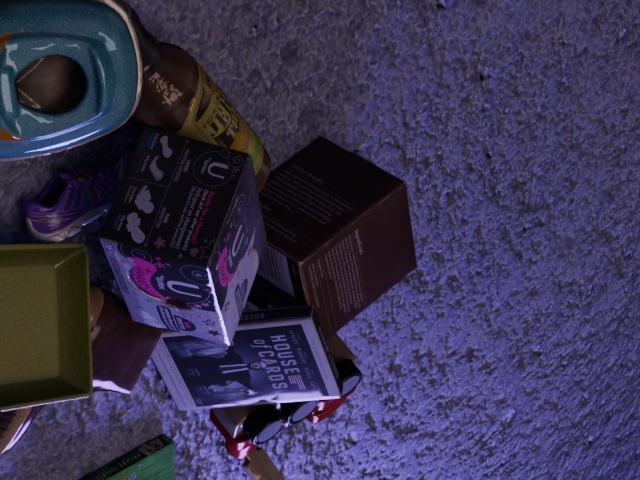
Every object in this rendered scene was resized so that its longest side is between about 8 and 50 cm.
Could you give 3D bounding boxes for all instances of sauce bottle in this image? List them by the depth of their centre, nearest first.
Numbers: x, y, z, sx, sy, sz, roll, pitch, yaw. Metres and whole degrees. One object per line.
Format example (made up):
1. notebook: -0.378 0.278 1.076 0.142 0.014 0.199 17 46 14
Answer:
1. sauce bottle: -0.175 -0.162 1.913 0.111 0.111 0.344 -52 144 -8

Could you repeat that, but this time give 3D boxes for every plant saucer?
1. plant saucer: -0.343 0.098 1.851 0.188 0.045 0.188 -2 90 -61

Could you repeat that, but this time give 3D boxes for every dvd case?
1. dvd case: -0.105 0.162 2.149 0.179 0.239 0.029 70 19 -45

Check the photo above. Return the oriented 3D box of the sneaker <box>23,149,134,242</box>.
1. sneaker: -0.283 -0.063 1.903 0.170 0.068 0.071 -38 126 -29

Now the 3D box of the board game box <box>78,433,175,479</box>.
1. board game box: -0.310 0.381 2.208 0.260 0.030 0.136 -26 130 -35

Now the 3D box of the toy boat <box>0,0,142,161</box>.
1. toy boat: -0.327 -0.225 1.635 0.268 0.148 0.318 -14 118 -9

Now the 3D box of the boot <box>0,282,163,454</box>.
1. boot: -0.312 0.178 2.010 0.207 0.090 0.248 26 91 -50

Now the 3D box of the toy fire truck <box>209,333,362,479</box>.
1. toy fire truck: -0.051 0.270 2.349 0.217 0.158 0.246 -28 153 -27

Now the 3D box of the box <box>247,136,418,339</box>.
1. box: 0.000 0.000 2.175 0.203 0.168 0.167 -37 138 -25

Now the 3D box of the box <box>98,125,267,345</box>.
1. box: -0.159 0.002 1.923 0.247 0.142 0.163 82 24 -64
